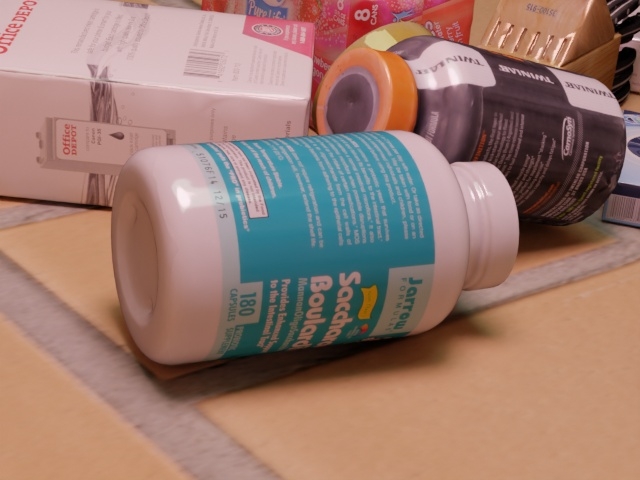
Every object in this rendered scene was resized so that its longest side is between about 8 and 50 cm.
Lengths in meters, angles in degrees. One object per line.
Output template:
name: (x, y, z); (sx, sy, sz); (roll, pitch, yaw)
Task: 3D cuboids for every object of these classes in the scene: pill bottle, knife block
pill bottle: (0.115, -0.087, 1.237); (0.245, 0.130, 0.130); (8, 19, -39)
knife block: (0.226, -0.140, 1.525); (0.088, 0.242, 0.276); (19, 73, 27)
pill bottle: (0.000, 0.000, 1.078); (0.264, 0.146, 0.146); (-6, 28, -23)

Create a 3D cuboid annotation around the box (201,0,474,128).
box: (0.008, -0.224, 1.544); (0.142, 0.154, 0.300); (-8, 30, -28)

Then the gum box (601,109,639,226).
gum box: (0.336, -0.056, 1.394); (0.157, 0.041, 0.184); (11, 26, 10)

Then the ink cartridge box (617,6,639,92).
ink cartridge box: (0.411, -0.220, 1.731); (0.296, 0.066, 0.261); (14, 27, 16)

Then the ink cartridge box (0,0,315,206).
ink cartridge box: (-0.150, -0.117, 1.324); (0.283, 0.117, 0.207); (6, 26, -1)

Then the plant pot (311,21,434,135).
plant pot: (0.074, -0.106, 1.360); (0.134, 0.134, 0.095); (-13, 47, -35)
